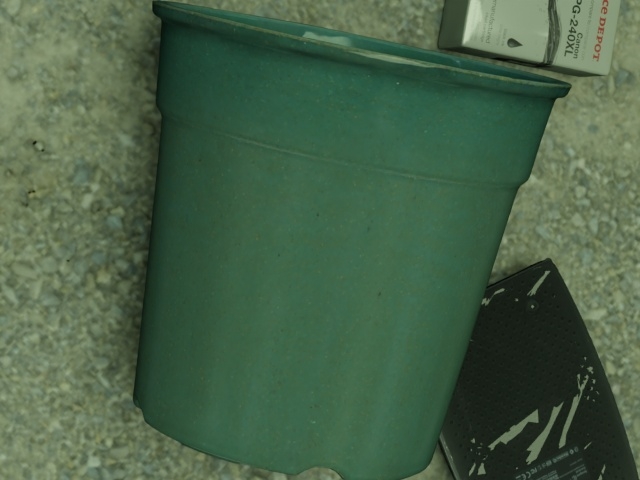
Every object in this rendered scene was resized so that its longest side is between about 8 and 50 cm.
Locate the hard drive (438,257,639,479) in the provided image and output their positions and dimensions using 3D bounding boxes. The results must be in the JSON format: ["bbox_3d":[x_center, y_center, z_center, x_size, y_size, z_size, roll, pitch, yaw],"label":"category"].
[{"bbox_3d":[0.183,0.161,1.676,0.172,0.054,0.254,-25,101,-15],"label":"hard drive"}]

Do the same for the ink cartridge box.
[{"bbox_3d":[0.193,-0.214,1.650,0.150,0.063,0.109,9,91,-18],"label":"ink cartridge box"}]

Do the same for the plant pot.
[{"bbox_3d":[0.000,0.000,1.481,0.341,0.341,0.334,9,99,-19],"label":"plant pot"}]
